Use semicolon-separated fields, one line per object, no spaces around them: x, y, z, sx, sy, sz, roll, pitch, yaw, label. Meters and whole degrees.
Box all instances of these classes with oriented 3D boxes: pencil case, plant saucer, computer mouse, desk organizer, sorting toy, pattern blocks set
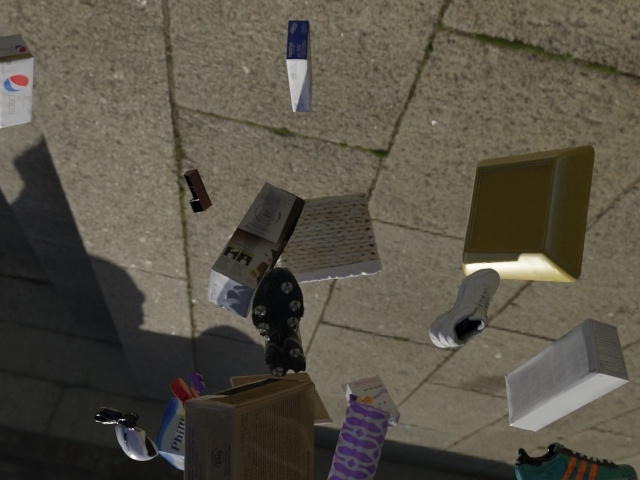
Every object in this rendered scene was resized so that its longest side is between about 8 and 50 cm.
0.059;0.388;1.062;0.086;0.206;0.088;30;164;-34;pencil case
0.488;-0.072;1.482;0.081;0.333;0.332;16;170;-36;plant saucer
-0.396;0.416;1.246;0.106;0.042;0.193;4;135;20;computer mouse
-0.398;-0.156;1.896;0.047;0.050;0.130;-9;113;26;desk organizer
-0.094;0.365;1.345;0.192;0.208;0.038;1;109;-21;sorting toy
-0.177;0.406;1.188;0.026;0.325;0.285;-35;172;-2;pattern blocks set

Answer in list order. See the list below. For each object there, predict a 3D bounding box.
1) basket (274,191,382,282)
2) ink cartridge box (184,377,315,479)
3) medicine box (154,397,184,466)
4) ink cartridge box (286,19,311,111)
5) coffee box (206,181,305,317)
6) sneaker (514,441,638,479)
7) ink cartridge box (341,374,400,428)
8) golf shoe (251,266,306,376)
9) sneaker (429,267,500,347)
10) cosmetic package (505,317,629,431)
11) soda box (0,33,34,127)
0.000;0.000;1.976;0.331;0.267;0.328;-7;179;-9;basket
-0.090;0.319;0.806;0.088;0.235;0.193;-2;175;29;ink cartridge box
-0.285;0.579;1.691;0.289;0.149;0.263;9;149;8;medicine box
-0.044;-0.376;1.305;0.046;0.097;0.207;2;162;2;ink cartridge box
-0.162;0.022;1.506;0.118;0.297;0.168;26;147;1;coffee box
0.660;0.584;1.543;0.302;0.121;0.108;-4;160;3;sneaker
0.141;0.459;1.720;0.104;0.181;0.062;-11;132;-20;ink cartridge box
-0.090;0.156;1.236;0.105;0.120;0.273;-6;124;-7;golf shoe
0.364;0.164;1.394;0.090;0.232;0.115;41;167;-18;sneaker
0.405;0.234;1.004;0.060;0.099;0.239;18;141;-10;cosmetic package
-0.681;-0.345;1.304;0.073;0.069;0.216;-24;164;-36;soda box
